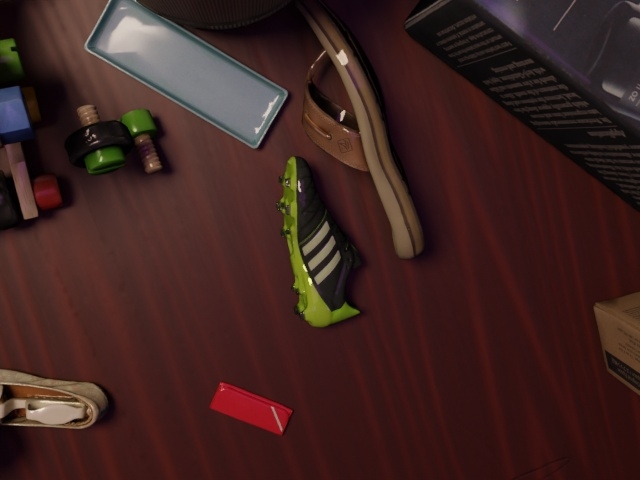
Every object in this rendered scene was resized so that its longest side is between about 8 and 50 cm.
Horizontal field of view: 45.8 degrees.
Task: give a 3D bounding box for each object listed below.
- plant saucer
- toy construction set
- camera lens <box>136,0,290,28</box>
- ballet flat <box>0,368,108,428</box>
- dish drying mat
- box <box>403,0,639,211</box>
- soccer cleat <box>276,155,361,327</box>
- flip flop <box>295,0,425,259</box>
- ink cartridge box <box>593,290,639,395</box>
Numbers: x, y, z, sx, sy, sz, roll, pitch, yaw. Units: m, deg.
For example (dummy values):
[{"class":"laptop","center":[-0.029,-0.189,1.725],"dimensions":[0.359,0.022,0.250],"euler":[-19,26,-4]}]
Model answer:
[{"class":"plant saucer","center":[-0.130,-0.167,0.746],"dimensions":[0.192,0.018,0.067],"euler":[30,94,-8]},{"class":"toy construction set","center":[-0.349,-0.128,0.654],"dimensions":[0.309,0.257,0.237],"euler":[-23,83,9]},{"class":"camera lens","center":[-0.090,-0.289,0.601],"dimensions":[0.219,0.274,0.219],"euler":[-1,98,-5]},{"class":"ballet flat","center":[-0.299,0.161,0.758],"dimensions":[0.168,0.052,0.057],"euler":[2,99,-5]},{"class":"dish drying mat","center":[-0.073,0.178,0.804],"dimensions":[0.083,0.008,0.032],"euler":[23,96,-8]},{"class":"box","center":[0.330,-0.207,0.686],"dimensions":[0.395,0.212,0.293],"euler":[34,93,-10]},{"class":"soccer cleat","center":[0.000,0.000,0.766],"dimensions":[0.072,0.060,0.179],"euler":[-12,106,-13]},{"class":"flip flop","center":[0.028,-0.104,0.735],"dimensions":[0.080,0.112,0.277],"euler":[-18,105,12]},{"class":"ink cartridge box","center":[0.426,0.095,0.746],"dimensions":[0.235,0.193,0.088],"euler":[-15,101,-2]}]
